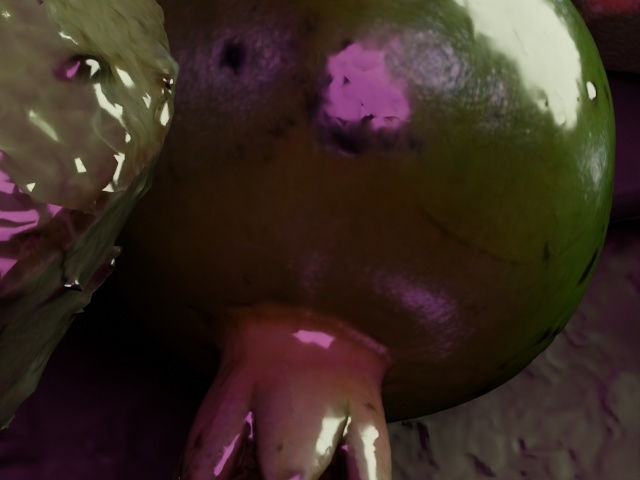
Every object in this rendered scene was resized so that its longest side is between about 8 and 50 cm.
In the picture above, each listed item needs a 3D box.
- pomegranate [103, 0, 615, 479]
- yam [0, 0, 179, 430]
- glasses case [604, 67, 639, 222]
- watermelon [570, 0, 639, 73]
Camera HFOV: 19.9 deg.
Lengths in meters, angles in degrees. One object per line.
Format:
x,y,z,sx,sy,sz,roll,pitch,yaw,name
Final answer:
0.002,0.000,0.584,0.187,0.187,0.225,19,58,-9,pomegranate
-0.160,-0.013,0.487,0.202,0.271,0.201,46,57,1,yam
0.145,-0.046,0.734,0.190,0.042,0.072,-12,58,-24,glasses case
0.099,-0.142,0.714,0.318,0.148,0.226,42,69,3,watermelon
